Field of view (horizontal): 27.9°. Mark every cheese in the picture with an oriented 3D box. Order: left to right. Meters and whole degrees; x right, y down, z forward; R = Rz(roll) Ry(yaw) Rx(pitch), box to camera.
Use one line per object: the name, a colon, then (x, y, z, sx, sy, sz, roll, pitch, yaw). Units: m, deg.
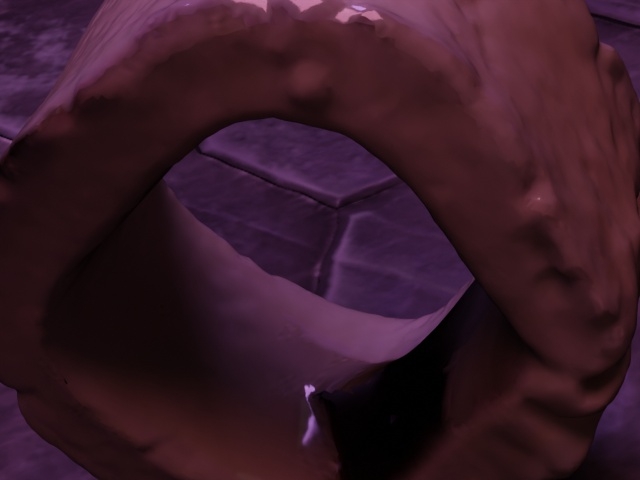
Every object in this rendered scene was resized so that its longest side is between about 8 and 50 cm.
cheese: (0.003, 0.000, 0.600, 0.292, 0.332, 0.153, 30, 47, -10)
